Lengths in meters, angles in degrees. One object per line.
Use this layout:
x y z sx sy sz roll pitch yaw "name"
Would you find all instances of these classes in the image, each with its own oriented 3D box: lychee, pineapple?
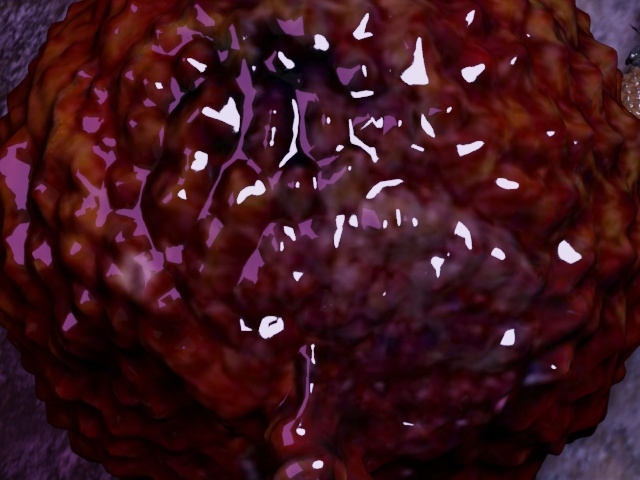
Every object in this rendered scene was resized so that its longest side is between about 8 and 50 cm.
0.000 0.000 1.161 0.425 0.424 0.500 -32 26 30 "lychee"
0.228 -0.115 1.287 0.058 0.058 0.124 -9 50 42 "pineapple"
